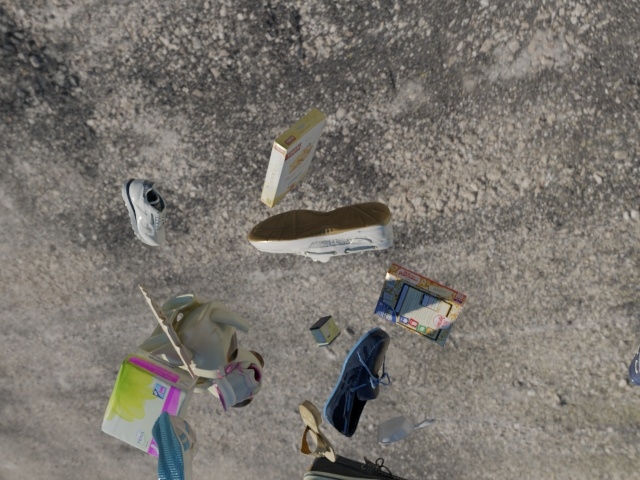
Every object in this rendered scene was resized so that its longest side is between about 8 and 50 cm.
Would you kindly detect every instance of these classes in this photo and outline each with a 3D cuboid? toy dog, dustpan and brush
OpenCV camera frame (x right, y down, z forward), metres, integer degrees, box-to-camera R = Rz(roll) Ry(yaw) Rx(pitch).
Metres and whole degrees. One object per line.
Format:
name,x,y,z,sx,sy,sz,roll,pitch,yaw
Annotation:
toy dog,-0.360,0.393,1.755,0.395,0.285,0.408,-22,120,15
dustpan and brush,0.314,0.682,1.826,0.211,0.147,0.060,-31,91,9

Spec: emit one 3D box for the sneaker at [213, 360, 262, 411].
sneaker,-0.204,0.367,1.305,0.111,0.252,0.103,-22,91,-8

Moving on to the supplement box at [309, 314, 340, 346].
supplement box,0.018,0.340,1.871,0.056,0.083,0.083,-20,102,43

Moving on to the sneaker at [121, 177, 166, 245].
sneaker,-0.490,-0.074,1.447,0.094,0.090,0.235,3,134,13

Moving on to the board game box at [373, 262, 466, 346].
board game box,0.241,0.160,1.234,0.193,0.045,0.147,25,129,15

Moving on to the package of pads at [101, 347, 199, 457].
package of pads,-0.528,0.500,1.531,0.229,0.101,0.297,24,109,3

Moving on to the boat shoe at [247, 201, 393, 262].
boat shoe,0.000,0.000,0.934,0.276,0.098,0.096,-4,129,19

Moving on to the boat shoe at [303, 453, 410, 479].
boat shoe,0.187,0.895,1.859,0.499,0.156,0.187,4,124,17

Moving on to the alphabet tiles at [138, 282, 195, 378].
alphabet tiles,-0.432,0.253,1.418,0.284,0.021,0.278,19,136,60

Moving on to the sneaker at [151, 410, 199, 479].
sneaker,-0.325,0.493,1.163,0.092,0.229,0.087,39,94,-32

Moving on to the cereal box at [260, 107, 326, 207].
cereal box,-0.074,-0.212,1.310,0.047,0.173,0.240,37,146,8

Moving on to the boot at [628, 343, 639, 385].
boot,0.843,0.281,1.288,0.069,0.190,0.086,31,147,14

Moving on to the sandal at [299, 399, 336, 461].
sandal,-0.029,0.547,1.371,0.088,0.079,0.240,17,133,44

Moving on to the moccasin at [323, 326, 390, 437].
moccasin,0.127,0.403,1.405,0.117,0.137,0.342,42,123,40
